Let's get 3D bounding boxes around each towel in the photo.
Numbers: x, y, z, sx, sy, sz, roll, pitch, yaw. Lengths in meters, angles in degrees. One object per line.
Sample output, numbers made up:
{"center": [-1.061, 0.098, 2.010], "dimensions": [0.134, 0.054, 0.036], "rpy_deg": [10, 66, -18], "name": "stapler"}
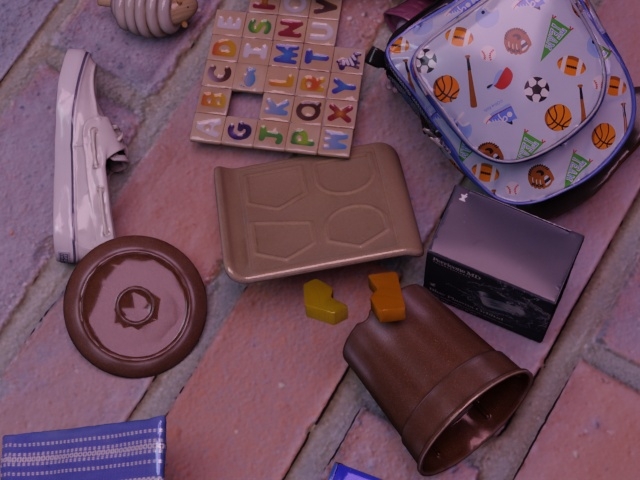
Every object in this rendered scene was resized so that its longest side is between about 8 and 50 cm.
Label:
{"center": [-0.276, 0.360, 1.634], "dimensions": [0.243, 0.040, 0.336], "rpy_deg": [-11, 65, 34], "name": "towel"}

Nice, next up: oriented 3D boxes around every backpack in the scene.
{"center": [0.229, -0.178, 1.736], "dimensions": [0.276, 0.213, 0.263], "rpy_deg": [-34, 100, 12], "name": "backpack"}

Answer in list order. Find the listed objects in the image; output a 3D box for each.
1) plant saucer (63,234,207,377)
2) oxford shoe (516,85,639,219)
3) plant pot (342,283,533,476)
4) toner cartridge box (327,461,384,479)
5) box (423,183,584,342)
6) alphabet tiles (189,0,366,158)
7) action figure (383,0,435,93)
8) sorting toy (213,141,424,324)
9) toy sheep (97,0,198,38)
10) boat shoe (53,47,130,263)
{"center": [-0.216, 0.077, 1.781], "dimensions": [0.168, 0.029, 0.168], "rpy_deg": [0, 87, -7], "name": "plant saucer"}
{"center": [0.328, -0.094, 1.844], "dimensions": [0.212, 0.076, 0.076], "rpy_deg": [-39, 75, 4], "name": "oxford shoe"}
{"center": [0.122, 0.148, 1.714], "dimensions": [0.167, 0.167, 0.165], "rpy_deg": [-37, 65, -12], "name": "plant pot"}
{"center": [0.149, 0.382, 1.663], "dimensions": [0.348, 0.075, 0.165], "rpy_deg": [20, 70, 8], "name": "toner cartridge box"}
{"center": [0.205, 0.029, 1.749], "dimensions": [0.156, 0.158, 0.093], "rpy_deg": [22, 72, 10], "name": "box"}
{"center": [-0.046, -0.215, 1.907], "dimensions": [0.198, 0.009, 0.237], "rpy_deg": [6, 63, 6], "name": "alphabet tiles"}
{"center": [0.090, -0.362, 1.920], "dimensions": [0.370, 0.248, 0.276], "rpy_deg": [24, 29, -3], "name": "action figure"}
{"center": [0.000, 0.000, 1.766], "dimensions": [0.229, 0.041, 0.307], "rpy_deg": [-7, 40, -3], "name": "sorting toy"}
{"center": [-0.217, -0.297, 1.920], "dimensions": [0.132, 0.091, 0.091], "rpy_deg": [3, 69, 17], "name": "toy sheep"}
{"center": [-0.274, -0.104, 1.843], "dimensions": [0.088, 0.096, 0.267], "rpy_deg": [0, 71, -3], "name": "boat shoe"}
